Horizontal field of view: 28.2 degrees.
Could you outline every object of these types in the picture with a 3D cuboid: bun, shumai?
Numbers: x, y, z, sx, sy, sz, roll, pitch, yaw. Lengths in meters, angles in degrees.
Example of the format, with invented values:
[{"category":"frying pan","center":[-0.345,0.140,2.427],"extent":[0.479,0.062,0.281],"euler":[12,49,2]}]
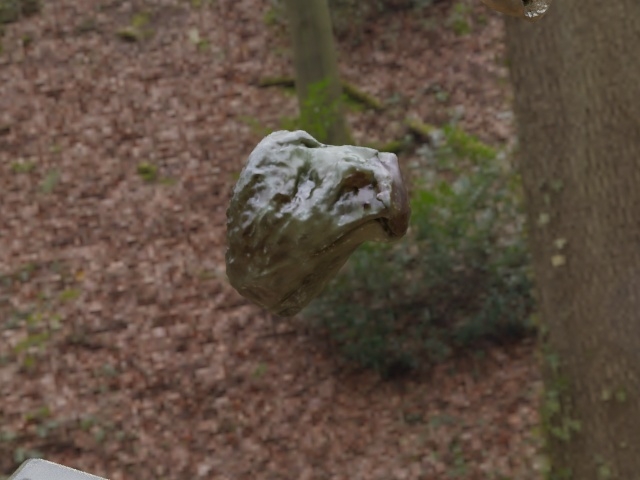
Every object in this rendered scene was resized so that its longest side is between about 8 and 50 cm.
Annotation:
[{"category":"bun","center":[0.342,-0.489,2.343],"extent":[0.178,0.128,0.193],"euler":[0,33,-50]},{"category":"shumai","center":[0.000,0.000,1.686],"extent":[0.222,0.261,0.225],"euler":[22,24,20]}]

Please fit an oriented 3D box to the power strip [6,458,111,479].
[{"category":"power strip","center":[-0.153,0.290,1.198],"extent":[0.387,0.066,0.092],"euler":[10,41,29]}]
